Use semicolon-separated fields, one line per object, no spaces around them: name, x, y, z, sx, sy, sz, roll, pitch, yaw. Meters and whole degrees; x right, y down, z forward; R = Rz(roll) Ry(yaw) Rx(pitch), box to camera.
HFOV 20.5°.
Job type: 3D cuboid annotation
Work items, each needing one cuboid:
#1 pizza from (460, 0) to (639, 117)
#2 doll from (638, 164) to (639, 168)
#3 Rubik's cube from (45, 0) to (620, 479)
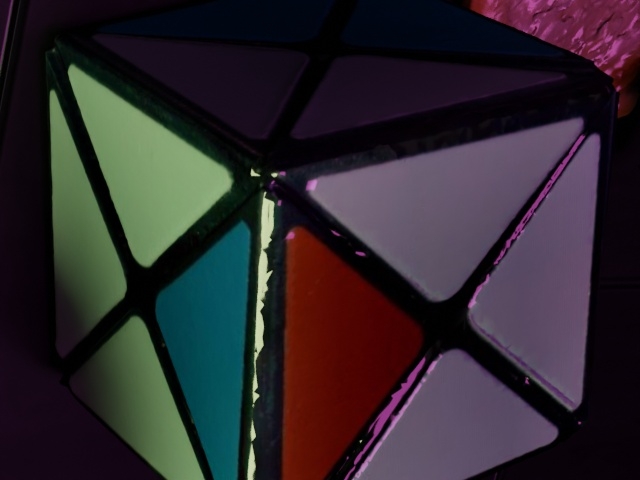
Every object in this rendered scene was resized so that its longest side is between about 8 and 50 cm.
pizza;0.209;-0.180;1.259;0.262;0.034;0.181;-45;131;-12
doll;0.327;-0.146;1.272;0.117;0.182;0.257;34;89;-23
Rubik's cube;0.000;0.001;1.040;0.248;0.246;0.250;-16;120;-33
